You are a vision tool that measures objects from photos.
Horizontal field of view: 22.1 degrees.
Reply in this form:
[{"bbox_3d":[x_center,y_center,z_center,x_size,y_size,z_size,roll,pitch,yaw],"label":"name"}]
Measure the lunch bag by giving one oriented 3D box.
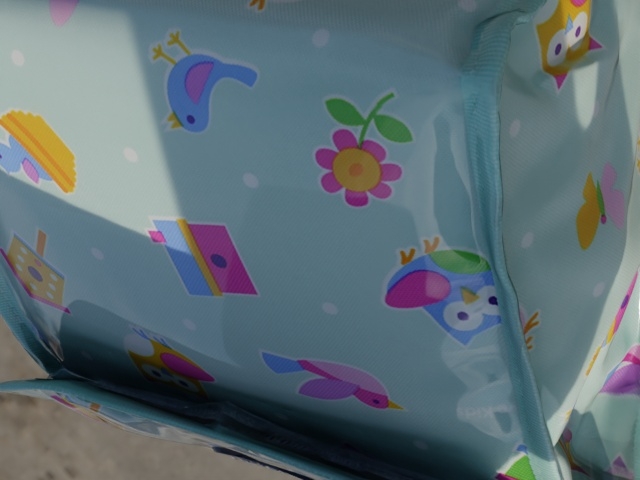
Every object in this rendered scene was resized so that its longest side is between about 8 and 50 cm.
[{"bbox_3d":[0.000,0.000,0.551,0.223,0.160,0.262,12,135,26],"label":"lunch bag"}]
